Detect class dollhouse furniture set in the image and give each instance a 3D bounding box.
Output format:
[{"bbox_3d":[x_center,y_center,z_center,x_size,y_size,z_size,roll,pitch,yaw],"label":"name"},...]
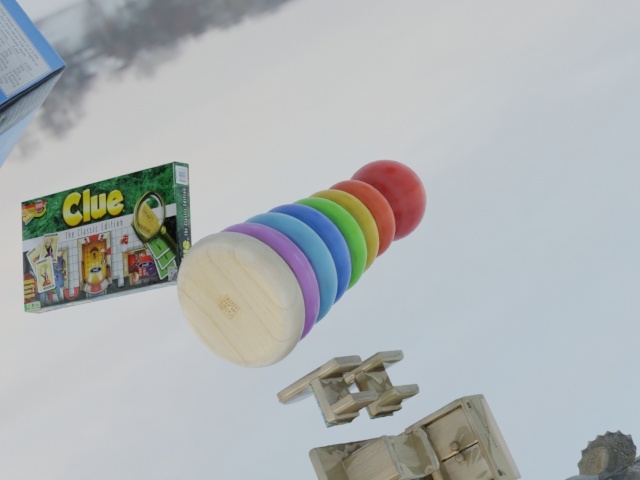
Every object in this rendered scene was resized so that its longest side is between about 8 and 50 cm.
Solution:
[{"bbox_3d":[0.060,0.239,1.730,0.161,0.212,0.242,-34,161,31],"label":"dollhouse furniture set"}]

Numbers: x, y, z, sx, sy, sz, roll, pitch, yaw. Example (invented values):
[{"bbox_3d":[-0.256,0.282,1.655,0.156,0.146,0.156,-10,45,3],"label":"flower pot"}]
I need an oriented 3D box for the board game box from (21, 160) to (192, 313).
[{"bbox_3d":[-0.247,0.000,1.976,0.259,0.136,0.030,-13,164,39],"label":"board game box"}]

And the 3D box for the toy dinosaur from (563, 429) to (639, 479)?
[{"bbox_3d":[0.316,0.247,1.584,0.160,0.121,0.313,-4,150,15],"label":"toy dinosaur"}]

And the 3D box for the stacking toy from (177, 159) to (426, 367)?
[{"bbox_3d":[0.000,0.000,1.770,0.141,0.141,0.330,-16,-167,39],"label":"stacking toy"}]

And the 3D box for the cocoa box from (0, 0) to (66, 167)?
[{"bbox_3d":[-0.469,-0.158,1.896,0.228,0.231,0.347,-38,179,-30],"label":"cocoa box"}]
